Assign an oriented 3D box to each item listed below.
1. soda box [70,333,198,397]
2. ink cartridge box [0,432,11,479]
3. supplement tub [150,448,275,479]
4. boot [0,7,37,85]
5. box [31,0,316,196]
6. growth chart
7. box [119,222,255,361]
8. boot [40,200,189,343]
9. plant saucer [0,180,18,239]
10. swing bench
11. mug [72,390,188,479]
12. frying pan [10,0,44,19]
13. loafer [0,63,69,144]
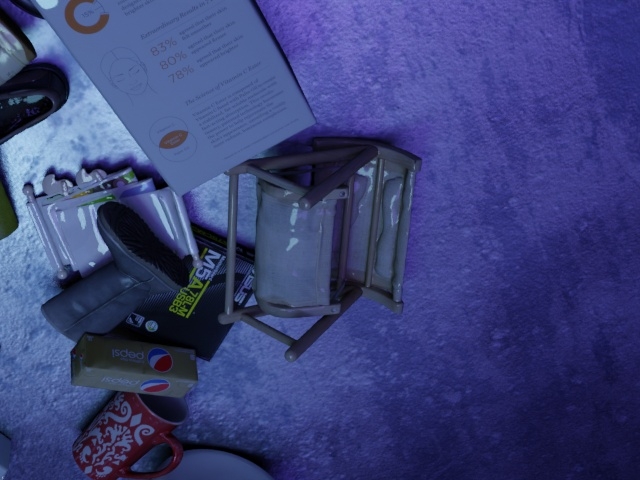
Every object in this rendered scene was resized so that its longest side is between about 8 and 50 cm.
[{"bbox_3d":[-0.278,0.189,1.557,0.181,0.058,0.061,12,141,-31],"label":"soda box"},{"bbox_3d":[-0.607,0.321,1.607,0.153,0.087,0.208,-39,116,10],"label":"ink cartridge box"},{"bbox_3d":[-0.203,0.535,1.708,0.235,0.235,0.325,13,114,-16],"label":"supplement tub"},{"bbox_3d":[-0.518,-0.263,1.302,0.203,0.095,0.262,-42,112,4],"label":"boot"},{"bbox_3d":[-0.183,-0.261,1.301,0.215,0.168,0.345,-28,133,4],"label":"box"},{"bbox_3d":[-0.299,-0.026,1.493,0.237,0.021,0.172,-7,110,5],"label":"growth chart"},{"bbox_3d":[-0.204,0.072,1.579,0.184,0.045,0.190,27,110,-18],"label":"box"},{"bbox_3d":[-0.316,0.052,1.481,0.208,0.076,0.189,-23,123,26],"label":"boot"},{"bbox_3d":[-0.526,-0.042,1.417,0.188,0.045,0.188,-9,145,-6],"label":"plant saucer"},{"bbox_3d":[0.000,0.000,1.498,0.255,0.165,0.253,-21,125,-43],"label":"swing bench"},{"bbox_3d":[-0.300,0.307,1.628,0.169,0.150,0.113,-44,130,17],"label":"mug"},{"bbox_3d":[-0.272,-0.373,1.341,0.326,0.053,0.197,0,117,-7],"label":"frying pan"},{"bbox_3d":[-0.465,-0.156,1.391,0.267,0.084,0.096,-25,118,3],"label":"loafer"}]
